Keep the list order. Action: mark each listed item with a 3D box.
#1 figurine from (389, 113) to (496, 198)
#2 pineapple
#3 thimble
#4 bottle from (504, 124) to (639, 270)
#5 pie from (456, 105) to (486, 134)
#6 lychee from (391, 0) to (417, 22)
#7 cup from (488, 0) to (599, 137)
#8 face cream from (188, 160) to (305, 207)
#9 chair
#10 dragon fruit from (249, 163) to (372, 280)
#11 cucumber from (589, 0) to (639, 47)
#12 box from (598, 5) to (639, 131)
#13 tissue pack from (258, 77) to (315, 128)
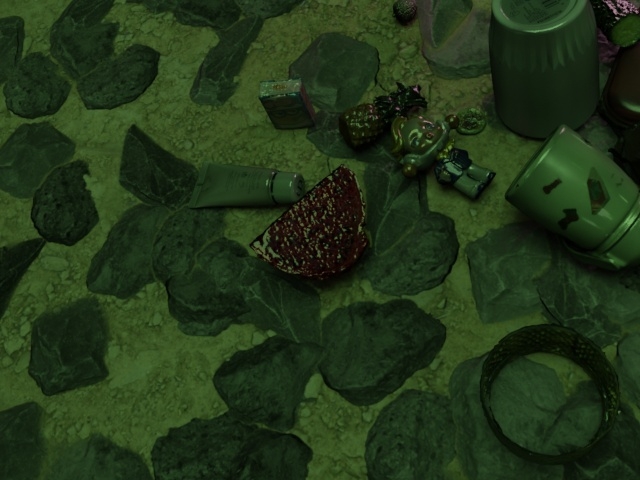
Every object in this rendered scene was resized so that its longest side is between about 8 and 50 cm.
[{"bbox_3d":[0.298,-0.213,1.869,0.274,0.133,0.193,16,73,9],"label":"figurine"},{"bbox_3d":[0.163,-0.330,1.961,0.237,0.111,0.119,-28,77,-7],"label":"pineapple"},{"bbox_3d":[0.459,0.319,1.561,0.271,0.150,0.270,-5,64,11],"label":"thimble"},{"bbox_3d":[0.602,-0.073,1.674,0.352,0.229,0.229,36,77,4],"label":"bottle"},{"bbox_3d":[0.382,-0.307,1.946,0.085,0.017,0.085,-5,65,10],"label":"pie"},{"bbox_3d":[0.232,-0.636,2.112,0.083,0.068,0.067,-40,105,-11],"label":"lychee"},{"bbox_3d":[0.519,-0.437,1.790,0.253,0.371,0.253,-9,59,15],"label":"cup"},{"bbox_3d":[-0.194,-0.141,1.970,0.314,0.089,0.143,5,67,24],"label":"face cream"},{"bbox_3d":[0.736,-0.214,1.725,0.174,0.213,0.149,-23,40,33],"label":"chair"},{"bbox_3d":[0.000,0.000,1.834,0.317,0.152,0.205,-40,83,-17],"label":"dragon fruit"},{"bbox_3d":[0.704,-0.603,1.926,0.096,0.096,0.359,-16,39,5],"label":"cucumber"},{"bbox_3d":[0.844,-0.419,1.840,0.263,0.108,0.403,19,71,22],"label":"box"},{"bbox_3d":[-0.085,-0.358,2.002,0.116,0.155,0.065,-3,64,13],"label":"tissue pack"}]
